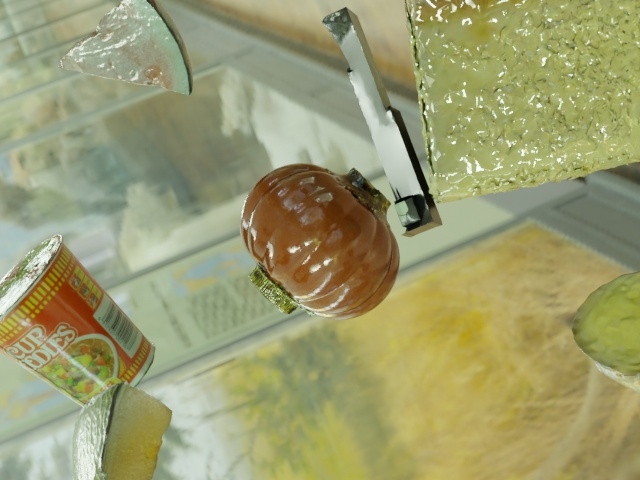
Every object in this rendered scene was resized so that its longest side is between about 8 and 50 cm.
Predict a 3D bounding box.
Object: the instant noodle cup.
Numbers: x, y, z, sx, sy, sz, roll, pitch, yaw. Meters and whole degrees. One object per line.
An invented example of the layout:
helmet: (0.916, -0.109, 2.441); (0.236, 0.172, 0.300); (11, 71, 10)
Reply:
instant noodle cup: (-0.348, 0.127, 1.705); (0.212, 0.193, 0.193); (45, 177, -20)

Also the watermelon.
watermelon: (-0.290, -0.308, 1.887); (0.207, 0.202, 0.136); (-159, 81, -71)

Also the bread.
bread: (0.243, -0.179, 1.318); (0.279, 0.315, 0.248); (-154, 57, -86)

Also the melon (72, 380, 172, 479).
melon: (-0.239, 0.246, 1.395); (0.139, 0.093, 0.202); (17, 97, 52)

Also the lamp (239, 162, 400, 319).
lamp: (0.000, 0.000, 1.553); (0.223, 0.196, 0.223); (43, -179, -1)

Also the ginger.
ginger: (0.405, 0.117, 1.143); (0.354, 0.126, 0.190); (19, 158, 25)

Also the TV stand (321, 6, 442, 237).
TV stand: (0.066, -0.130, 1.342); (0.256, 0.040, 0.049); (70, -164, 8)
